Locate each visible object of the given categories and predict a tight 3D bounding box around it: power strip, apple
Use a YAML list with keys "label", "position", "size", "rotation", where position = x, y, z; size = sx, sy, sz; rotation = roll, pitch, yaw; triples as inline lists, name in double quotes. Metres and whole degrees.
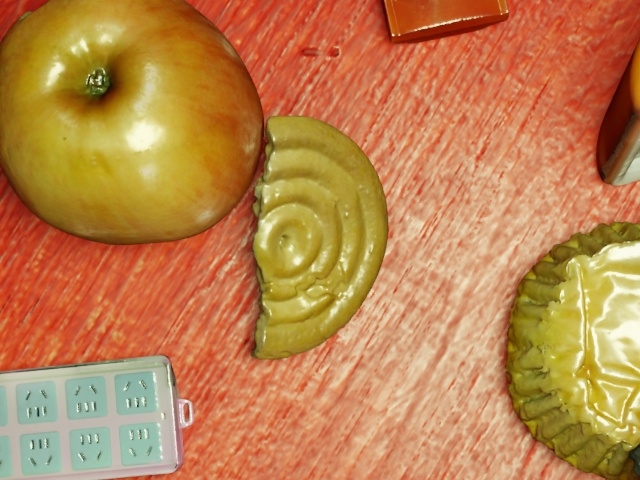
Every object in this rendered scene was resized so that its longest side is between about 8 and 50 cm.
- label: "power strip"
  position: [-0.258, 0.172, 1.226]
  size: [0.279, 0.037, 0.109]
  rotation: [-6, 85, 2]
- label: "apple"
  position: [-0.168, -0.115, 1.146]
  size: [0.242, 0.241, 0.242]
  rotation: [0, 86, 4]

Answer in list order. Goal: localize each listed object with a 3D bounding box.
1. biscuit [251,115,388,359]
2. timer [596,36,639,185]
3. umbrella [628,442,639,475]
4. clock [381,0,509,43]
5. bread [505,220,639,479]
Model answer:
- label: "biscuit"
  position: [0.001, 0.000, 1.195]
  size: [0.144, 0.033, 0.224]
  rotation: [-1, 105, -30]
- label: "timer"
  position: [0.351, -0.152, 1.126]
  size: [0.250, 0.257, 0.161]
  rotation: [-33, 78, -3]
- label: "umbrella"
  position: [0.298, 0.281, 1.107]
  size: [0.053, 0.052, 0.250]
  rotation: [-21, 107, -39]
- label: "clock"
  position: [0.105, -0.266, 1.242]
  size: [0.113, 0.061, 0.155]
  rotation: [-11, 81, 1]
- label: "bread"
  position: [0.277, 0.098, 1.161]
  size: [0.240, 0.139, 0.240]
  rotation: [0, 89, 3]
